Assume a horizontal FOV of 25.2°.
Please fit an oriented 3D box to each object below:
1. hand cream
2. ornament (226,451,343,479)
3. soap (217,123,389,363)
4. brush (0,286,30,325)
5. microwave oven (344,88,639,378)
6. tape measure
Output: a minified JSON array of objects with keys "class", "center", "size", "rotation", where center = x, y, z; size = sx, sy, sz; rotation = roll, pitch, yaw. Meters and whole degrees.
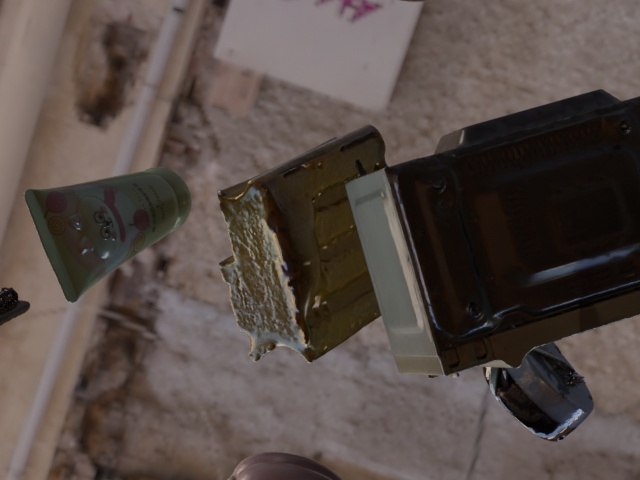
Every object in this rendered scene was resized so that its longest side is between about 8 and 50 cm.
[{"class":"hand cream","center":[-0.272,-0.026,1.843],"size":[0.093,0.147,0.306],"rotation":[-18,-174,27]},{"class":"ornament","center":[-0.050,0.308,1.488],"size":[0.178,0.177,0.177],"rotation":[18,-167,-4]},{"class":"soap","center":[0.000,0.000,1.957],"size":[0.143,0.259,0.281],"rotation":[-2,-163,41]},{"class":"brush","center":[-0.371,0.093,1.436],"size":[0.043,0.036,0.248],"rotation":[-15,-171,22]},{"class":"microwave oven","center":[0.246,-0.008,1.693],"size":[0.355,0.286,0.218],"rotation":[-15,180,-13]},{"class":"tape measure","center":[0.330,0.213,2.165],"size":[0.181,0.107,0.182],"rotation":[50,-162,21]}]
